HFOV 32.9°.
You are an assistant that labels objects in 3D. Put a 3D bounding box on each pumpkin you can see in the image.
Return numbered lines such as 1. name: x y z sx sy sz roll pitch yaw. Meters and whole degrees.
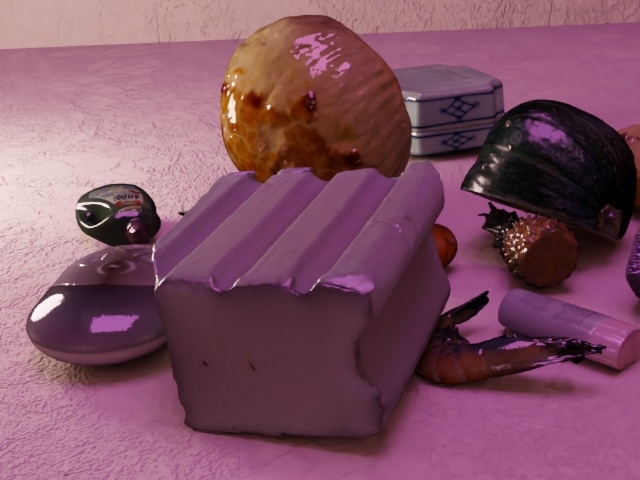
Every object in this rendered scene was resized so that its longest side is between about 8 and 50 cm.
1. pumpkin: 0.404 -0.129 1.816 0.263 0.197 0.293 22 6 33

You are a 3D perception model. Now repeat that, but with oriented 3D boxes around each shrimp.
1. shrimp: 0.251 0.117 1.457 0.262 0.051 0.198 -10 28 21

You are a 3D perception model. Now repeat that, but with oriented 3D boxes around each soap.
1. soap: -0.025 0.062 1.447 0.350 0.213 0.435 0 21 17

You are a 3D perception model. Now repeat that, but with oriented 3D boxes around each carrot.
1. carrot: 0.145 0.018 1.716 0.087 0.087 0.193 14 14 35

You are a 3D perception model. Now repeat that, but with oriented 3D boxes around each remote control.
1. remote control: -0.294 0.088 1.578 0.221 0.103 0.332 -2 23 7

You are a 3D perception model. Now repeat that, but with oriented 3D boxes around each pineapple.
1. pineapple: 0.326 -0.005 1.755 0.125 0.125 0.251 -5 16 -7

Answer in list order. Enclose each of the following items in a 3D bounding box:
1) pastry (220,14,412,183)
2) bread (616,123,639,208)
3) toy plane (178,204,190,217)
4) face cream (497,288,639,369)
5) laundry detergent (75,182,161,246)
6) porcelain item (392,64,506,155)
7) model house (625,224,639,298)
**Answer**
1. pastry: -0.020 -0.213 1.993 0.312 0.388 0.388 -36 31 -12
2. bread: 0.680 -0.112 1.920 0.236 0.165 0.375 -8 21 -26
3. toy plane: -0.210 -0.021 1.893 0.053 0.078 0.197 -13 9 -21
4. face cream: 0.343 0.121 1.499 0.084 0.057 0.198 -26 33 -37
5. laundry detergent: -0.358 -0.034 1.942 0.144 0.078 0.222 -11 25 -17
6. porcelain item: 0.249 -0.292 2.433 0.286 0.157 0.281 -10 21 -18
7. model house: 0.577 0.007 1.567 0.237 0.202 0.237 9 23 28
